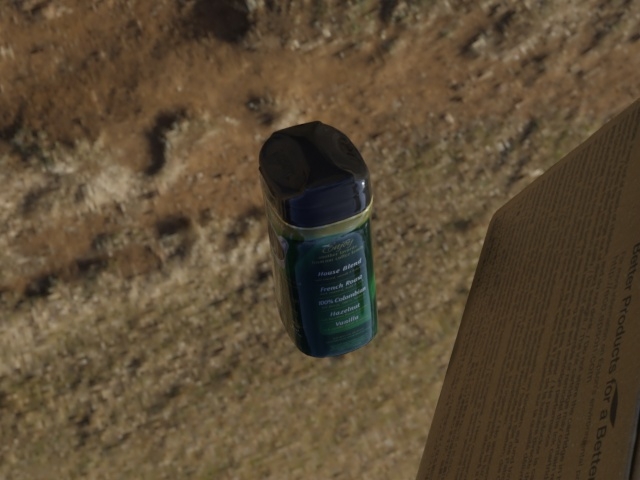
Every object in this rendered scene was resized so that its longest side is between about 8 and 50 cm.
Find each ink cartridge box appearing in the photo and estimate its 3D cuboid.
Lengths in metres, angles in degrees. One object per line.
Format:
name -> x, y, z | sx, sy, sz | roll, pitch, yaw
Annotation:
ink cartridge box -> 0.128, 0.062, 0.494 | 0.088, 0.234, 0.193 | 27, 152, -11

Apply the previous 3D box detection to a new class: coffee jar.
coffee jar -> 0.000, 0.000, 0.898 | 0.079, 0.096, 0.184 | -17, 134, -12
